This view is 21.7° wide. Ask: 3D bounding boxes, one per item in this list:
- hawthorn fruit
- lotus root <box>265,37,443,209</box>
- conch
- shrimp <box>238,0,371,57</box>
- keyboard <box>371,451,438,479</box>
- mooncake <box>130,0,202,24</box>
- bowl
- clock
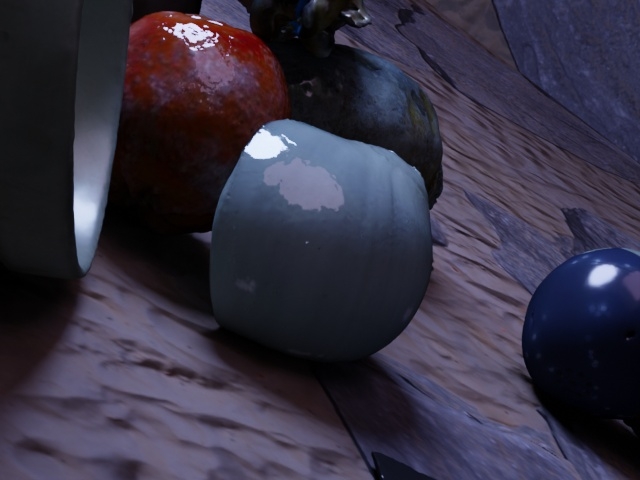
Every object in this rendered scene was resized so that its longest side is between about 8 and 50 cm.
[{"bbox_3d":[-0.102,-0.092,1.257,0.173,0.173,0.173,30,16,-9],"label":"hawthorn fruit"},{"bbox_3d":[-0.019,-0.105,1.486,0.349,0.175,0.175,10,27,-49],"label":"lotus root"},{"bbox_3d":[0.005,-0.002,1.216,0.221,0.121,0.185,-22,91,-58],"label":"conch"},{"bbox_3d":[-0.048,-0.255,1.457,0.221,0.110,0.446,29,11,-20],"label":"shrimp"},{"bbox_3d":[0.076,0.194,1.034,0.074,0.015,0.196,31,15,-20],"label":"keyboard"},{"bbox_3d":[-0.245,-0.238,1.472,0.306,0.154,0.306,29,18,-10],"label":"mooncake"},{"bbox_3d":[-0.202,-0.131,1.025,0.163,0.307,0.307,3,18,-1],"label":"bowl"},{"bbox_3d":[0.291,0.108,1.451,0.243,0.199,0.146,37,54,3],"label":"clock"}]
